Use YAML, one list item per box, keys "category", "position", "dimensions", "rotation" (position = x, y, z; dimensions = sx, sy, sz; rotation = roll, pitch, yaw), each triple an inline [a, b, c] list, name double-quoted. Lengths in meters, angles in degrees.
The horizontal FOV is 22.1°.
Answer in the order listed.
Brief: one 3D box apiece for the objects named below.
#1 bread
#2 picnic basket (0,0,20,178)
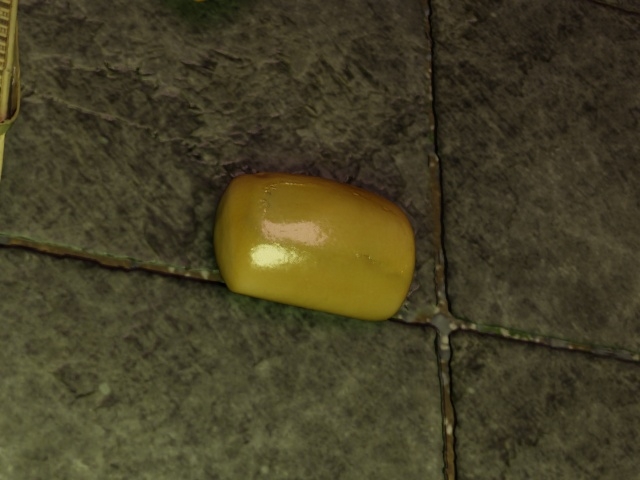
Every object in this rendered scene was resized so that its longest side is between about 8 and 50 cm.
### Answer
- category: "bread"
  position: [0.000, 0.000, 1.669]
  dimensions: [0.217, 0.098, 0.147]
  rotation: [8, 63, -20]
- category: "picnic basket"
  position: [-0.406, -0.149, 1.501]
  dimensions: [0.228, 0.175, 0.312]
  rotation: [16, 57, -24]
